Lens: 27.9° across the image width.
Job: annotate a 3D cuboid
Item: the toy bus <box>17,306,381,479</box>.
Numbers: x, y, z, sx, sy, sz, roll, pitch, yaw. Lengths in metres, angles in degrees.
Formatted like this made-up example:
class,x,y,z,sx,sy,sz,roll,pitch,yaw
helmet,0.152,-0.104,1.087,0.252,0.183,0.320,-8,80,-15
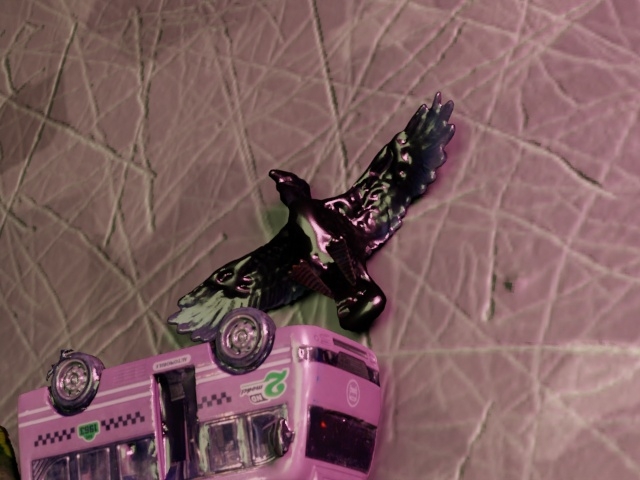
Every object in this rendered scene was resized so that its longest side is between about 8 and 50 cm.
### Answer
class,x,y,z,sx,sy,sz,roll,pitch,yaw
toy bus,-0.068,0.110,0.709,0.199,0.096,0.108,-16,66,26

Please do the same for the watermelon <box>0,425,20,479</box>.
class,x,y,z,sx,sy,sz,roll,pitch,yaw
watermelon,-0.193,0.216,0.730,0.063,0.119,0.245,-6,69,-10

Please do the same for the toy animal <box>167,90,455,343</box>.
class,x,y,z,sx,sy,sz,roll,pitch,yaw
toy animal,0.000,0.000,0.751,0.220,0.062,0.108,-40,37,10
